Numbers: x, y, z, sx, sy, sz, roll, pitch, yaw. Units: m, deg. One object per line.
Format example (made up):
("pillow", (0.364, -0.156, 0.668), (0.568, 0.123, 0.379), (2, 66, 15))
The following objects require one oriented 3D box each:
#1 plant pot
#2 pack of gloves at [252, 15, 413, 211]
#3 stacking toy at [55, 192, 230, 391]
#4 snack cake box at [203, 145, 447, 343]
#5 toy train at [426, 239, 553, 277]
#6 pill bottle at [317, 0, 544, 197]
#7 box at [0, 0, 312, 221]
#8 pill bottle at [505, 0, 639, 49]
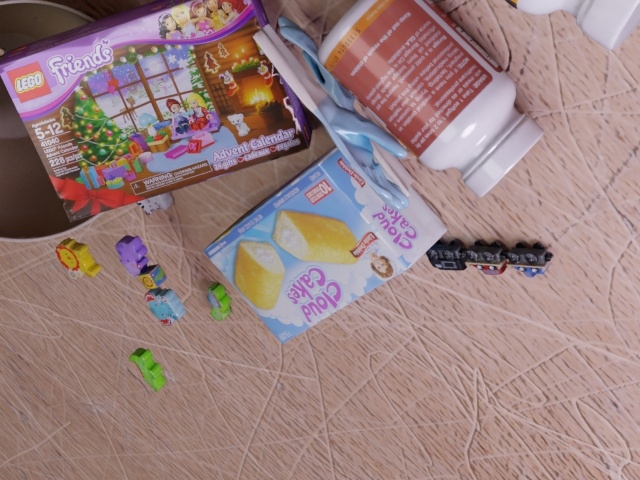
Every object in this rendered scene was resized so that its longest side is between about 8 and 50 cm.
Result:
("plant pot", (-0.360, -0.161, 1.736), (0.284, 0.284, 0.191), (68, 172, -24))
("pack of gloves", (0.033, -0.140, 1.479), (0.046, 0.195, 0.232), (-36, 98, 15))
("stacking toy", (-0.216, 0.053, 1.831), (0.052, 0.167, 0.221), (-11, 116, 45))
("snack cake box", (0.000, 0.000, 1.665), (0.152, 0.089, 0.264), (50, 140, -4))
("toy train", (0.183, 0.021, 1.574), (0.158, 0.027, 0.036), (2, 127, 40))
("pill bottle", (0.110, -0.148, 1.424), (0.216, 0.121, 0.121), (45, 140, 2))
("box", (-0.180, -0.155, 1.604), (0.293, 0.057, 0.201), (-17, 114, 12))
("pill bottle", (0.170, -0.291, 1.226), (0.278, 0.162, 0.162), (37, 139, 10))
